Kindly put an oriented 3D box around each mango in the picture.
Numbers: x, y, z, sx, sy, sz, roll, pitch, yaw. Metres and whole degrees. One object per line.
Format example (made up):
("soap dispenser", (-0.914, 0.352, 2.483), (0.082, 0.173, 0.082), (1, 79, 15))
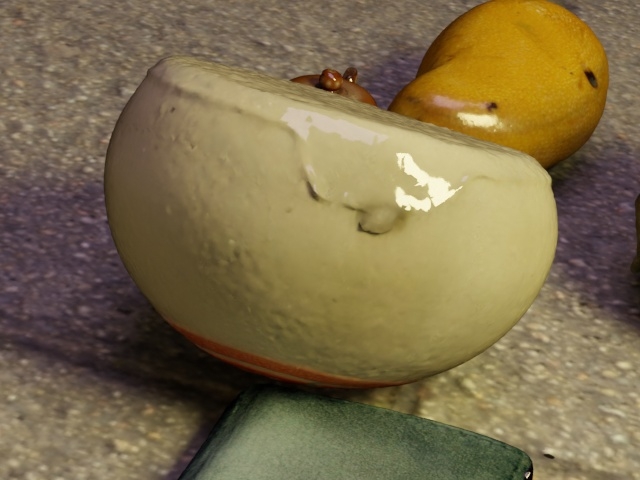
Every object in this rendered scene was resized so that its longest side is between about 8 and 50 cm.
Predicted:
("mango", (0.147, -0.117, 1.368), (0.157, 0.109, 0.262), (32, 41, 18))

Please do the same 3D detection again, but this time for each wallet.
("wallet", (-0.026, 0.194, 0.844), (0.190, 0.046, 0.379), (16, 31, 14))

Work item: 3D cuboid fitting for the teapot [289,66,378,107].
("teapot", (-0.001, -0.076, 1.251), (0.116, 0.116, 0.173), (15, 31, 11))

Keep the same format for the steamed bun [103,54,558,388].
("steamed bun", (0.000, 0.000, 1.038), (0.283, 0.177, 0.283), (15, 8, -2))

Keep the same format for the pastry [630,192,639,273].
("pastry", (0.325, -0.061, 1.155), (0.256, 0.170, 0.237), (-35, 5, -4))
